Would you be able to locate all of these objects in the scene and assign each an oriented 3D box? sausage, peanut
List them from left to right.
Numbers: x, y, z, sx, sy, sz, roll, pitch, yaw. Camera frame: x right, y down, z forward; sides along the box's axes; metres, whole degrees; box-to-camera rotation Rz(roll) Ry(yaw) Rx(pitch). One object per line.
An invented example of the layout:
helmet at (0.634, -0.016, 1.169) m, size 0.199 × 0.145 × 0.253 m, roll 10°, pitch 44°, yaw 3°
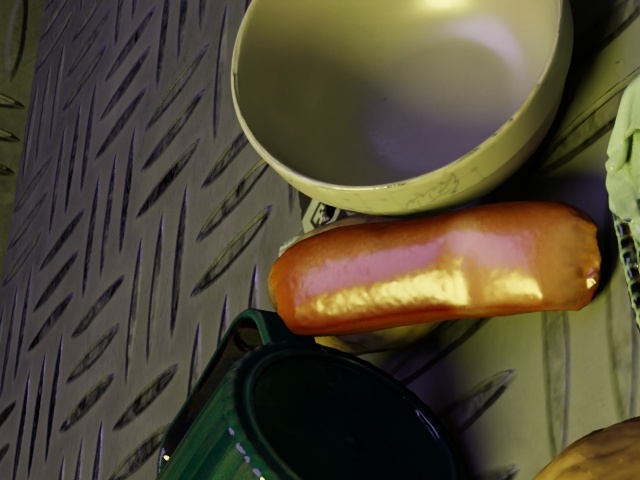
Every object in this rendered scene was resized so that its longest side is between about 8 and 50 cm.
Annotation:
peanut at (0.045, 0.033, 1.476) m, size 0.253 × 0.122 × 0.137 m, roll -11°, pitch 57°, yaw 63°
sausage at (0.090, 0.025, 1.309) m, size 0.300 × 0.083 × 0.089 m, roll -7°, pitch 73°, yaw 33°

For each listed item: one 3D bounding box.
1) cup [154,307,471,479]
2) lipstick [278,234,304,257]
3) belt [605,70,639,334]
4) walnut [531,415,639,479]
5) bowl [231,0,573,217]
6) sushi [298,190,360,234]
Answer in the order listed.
cup at (-0.033, 0.243, 1.390) m, size 0.292 × 0.242 × 0.308 m, roll -58°, pitch 4°, yaw 31°
lipstick at (0.000, 0.000, 1.722) m, size 0.116 × 0.037 × 0.037 m, roll -30°, pitch 47°, yaw 52°
belt at (0.263, -0.016, 0.933) m, size 0.207 × 0.150 × 0.258 m, roll 114°, pitch 155°, yaw -54°
walnut at (0.197, 0.200, 0.826) m, size 0.257 × 0.257 × 0.225 m, roll -28°, pitch 49°, yaw 60°
bowl at (0.083, -0.138, 1.390) m, size 0.286 × 0.144 × 0.287 m, roll -11°, pitch 61°, yaw 20°
sushi at (0.068, -0.145, 1.617) m, size 0.294 × 0.059 × 0.292 m, roll -44°, pitch 43°, yaw 45°
